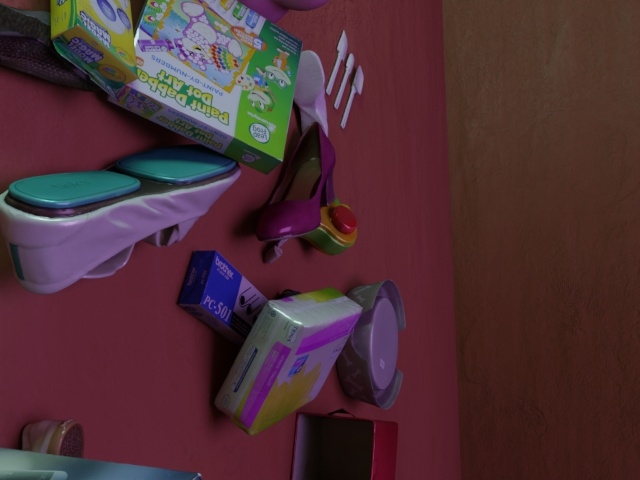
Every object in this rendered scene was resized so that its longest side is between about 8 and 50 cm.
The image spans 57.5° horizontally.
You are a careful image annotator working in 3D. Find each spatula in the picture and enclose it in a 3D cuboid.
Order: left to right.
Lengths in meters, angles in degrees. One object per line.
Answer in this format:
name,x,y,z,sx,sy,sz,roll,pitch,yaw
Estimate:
spatula,0.070,-0.432,1.593,0.168,0.019,0.242,61,35,-48

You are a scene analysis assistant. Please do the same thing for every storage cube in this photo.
storage cube,0.060,0.490,1.306,0.193,0.183,0.215,38,54,-61

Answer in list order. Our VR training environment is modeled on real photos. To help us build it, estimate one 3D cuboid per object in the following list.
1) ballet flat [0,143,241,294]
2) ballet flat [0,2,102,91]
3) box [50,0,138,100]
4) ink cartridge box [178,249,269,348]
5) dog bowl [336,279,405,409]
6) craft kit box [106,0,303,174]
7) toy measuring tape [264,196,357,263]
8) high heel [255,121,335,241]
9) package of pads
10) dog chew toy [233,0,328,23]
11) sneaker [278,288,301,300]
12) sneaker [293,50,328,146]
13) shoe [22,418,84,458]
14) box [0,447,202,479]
ballet flat,-0.240,-0.038,0.753,0.400,0.139,0.139,-37,122,-63
ballet flat,-0.328,-0.214,0.641,0.084,0.058,0.250,67,17,5
box,-0.272,-0.264,0.702,0.105,0.043,0.179,41,32,-59
ink cartridge box,-0.158,0.107,1.002,0.207,0.046,0.097,54,41,-53
dog bowl,0.143,0.282,1.612,0.348,0.102,0.349,-2,90,-66
craft kit box,-0.154,-0.255,0.859,0.249,0.061,0.247,23,61,-28
toy measuring tape,0.000,0.000,1.285,0.330,0.121,0.121,-42,127,-54
high heel,-0.056,-0.123,1.174,0.377,0.127,0.181,-57,139,-67
package of pads,-0.048,0.214,1.076,0.229,0.101,0.296,-63,159,12
dog chew toy,-0.052,-0.458,0.928,0.206,0.331,0.207,-2,90,-66
sneaker,-0.074,0.139,1.191,0.188,0.067,0.078,15,54,-64
sneaker,-0.021,-0.328,1.332,0.094,0.080,0.212,-71,158,-61
shoe,-0.305,0.308,0.658,0.076,0.058,0.219,-14,106,-86
box,-0.275,0.304,0.418,0.296,0.294,0.183,-26,109,-65
